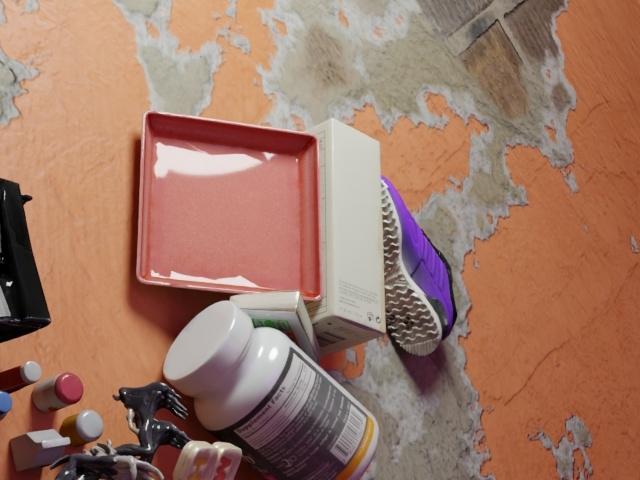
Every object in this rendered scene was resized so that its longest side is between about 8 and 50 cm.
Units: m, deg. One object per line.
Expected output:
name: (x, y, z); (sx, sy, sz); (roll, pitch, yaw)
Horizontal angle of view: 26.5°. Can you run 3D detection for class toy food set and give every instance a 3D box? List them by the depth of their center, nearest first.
toy food set: (-0.333, 0.201, 1.551); (0.232, 0.104, 0.111); (0, 73, -47)

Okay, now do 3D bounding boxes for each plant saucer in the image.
plant saucer: (-0.127, -0.041, 1.869); (0.258, 0.048, 0.259); (7, 66, -18)

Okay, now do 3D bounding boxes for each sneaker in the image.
sneaker: (0.138, 0.028, 2.156); (0.146, 0.102, 0.293); (-26, 97, -54)

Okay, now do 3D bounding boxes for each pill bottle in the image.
pill bottle: (-0.065, 0.215, 1.793); (0.278, 0.162, 0.162); (44, 46, -23)

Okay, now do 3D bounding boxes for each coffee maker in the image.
coffee maker: (-0.376, 0.026, 1.575); (0.171, 0.120, 0.178); (-4, 76, -49)

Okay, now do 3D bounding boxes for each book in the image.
book: (-0.061, 0.121, 1.842); (0.144, 0.096, 0.035); (70, 24, -52)

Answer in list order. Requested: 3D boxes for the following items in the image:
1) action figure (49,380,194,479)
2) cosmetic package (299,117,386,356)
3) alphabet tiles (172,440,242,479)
action figure: (-0.238, 0.290, 1.554); (0.141, 0.164, 0.275); (21, 46, 16)
cosmetic package: (0.000, 0.000, 1.965); (0.113, 0.160, 0.309); (23, 57, -40)
alphabet tiles: (-0.170, 0.369, 1.573); (0.284, 0.021, 0.278); (-69, 158, -2)
